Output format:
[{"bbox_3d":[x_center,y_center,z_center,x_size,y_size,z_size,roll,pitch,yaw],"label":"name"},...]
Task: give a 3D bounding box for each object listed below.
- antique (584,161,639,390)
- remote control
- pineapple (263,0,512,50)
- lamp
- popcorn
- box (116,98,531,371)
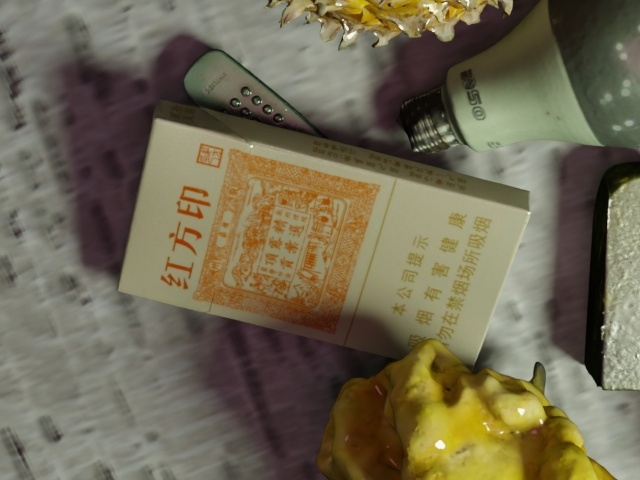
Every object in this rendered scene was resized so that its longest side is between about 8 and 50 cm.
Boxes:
[{"bbox_3d":[0.311,0.032,1.732,0.081,0.080,0.221,1,101,-2],"label":"antique"},{"bbox_3d":[-0.042,-0.098,1.714,0.222,0.042,0.072,44,100,-11],"label":"remote control"},{"bbox_3d":[0.054,-0.330,1.543,0.352,0.300,0.352,0,98,3],"label":"pineapple"},{"bbox_3d":[0.232,-0.141,1.644,0.314,0.182,0.182,-34,101,11],"label":"lamp"},{"bbox_3d":[0.153,0.232,1.685,0.316,0.297,0.281,25,67,17],"label":"popcorn"},{"bbox_3d":[-0.001,0.000,1.701,0.365,0.051,0.204,14,122,-4],"label":"box"}]
